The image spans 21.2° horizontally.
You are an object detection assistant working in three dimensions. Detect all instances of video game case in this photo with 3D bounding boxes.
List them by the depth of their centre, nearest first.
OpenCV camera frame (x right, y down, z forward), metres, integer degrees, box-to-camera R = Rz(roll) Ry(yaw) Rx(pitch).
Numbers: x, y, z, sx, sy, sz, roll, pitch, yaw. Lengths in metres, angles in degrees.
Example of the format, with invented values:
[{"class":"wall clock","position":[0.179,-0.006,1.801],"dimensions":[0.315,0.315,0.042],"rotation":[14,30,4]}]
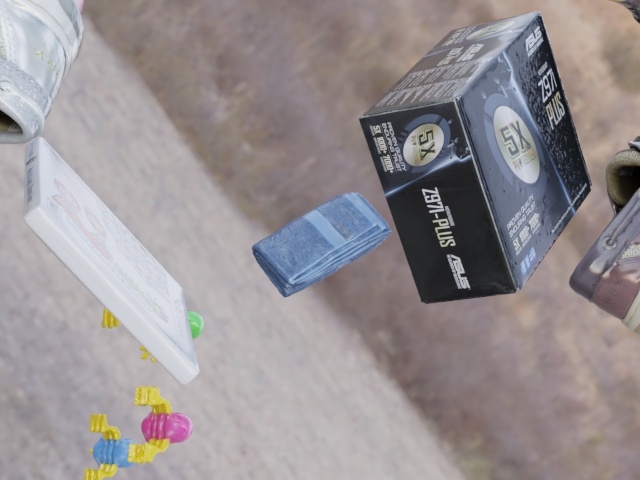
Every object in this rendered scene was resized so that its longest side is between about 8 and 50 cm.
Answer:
[{"class":"video game case","position":[-0.141,0.011,1.146],"dimensions":[0.157,0.019,0.143],"rotation":[49,7,-22]}]

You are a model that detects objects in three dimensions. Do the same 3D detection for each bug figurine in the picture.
[{"class":"bug figurine","position":[-0.205,0.157,1.998],"dimensions":[0.072,0.279,0.216],"rotation":[10,-6,-32]}]

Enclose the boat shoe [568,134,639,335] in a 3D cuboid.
[{"class":"boat shoe","position":[0.283,-0.047,1.427],"dimensions":[0.092,0.285,0.103],"rotation":[27,-35,2]}]

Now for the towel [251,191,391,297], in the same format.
[{"class":"towel","position":[0.000,0.000,1.586],"dimensions":[0.067,0.119,0.029],"rotation":[49,-21,29]}]

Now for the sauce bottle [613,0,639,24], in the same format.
[{"class":"sauce bottle","position":[0.187,-0.176,1.088],"dimensions":[0.128,0.042,0.042],"rotation":[31,22,-47]}]

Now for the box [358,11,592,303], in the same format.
[{"class":"box","position":[0.117,-0.062,1.224],"dimensions":[0.180,0.078,0.147],"rotation":[-45,121,-53]}]

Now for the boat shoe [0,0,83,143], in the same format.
[{"class":"boat shoe","position":[-0.307,-0.122,1.017],"dimensions":[0.118,0.321,0.103],"rotation":[96,5,-51]}]

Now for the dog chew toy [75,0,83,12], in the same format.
[{"class":"dog chew toy","position":[-0.396,-0.259,1.619],"dimensions":[0.207,0.332,0.206],"rotation":[177,-90,-69]}]
